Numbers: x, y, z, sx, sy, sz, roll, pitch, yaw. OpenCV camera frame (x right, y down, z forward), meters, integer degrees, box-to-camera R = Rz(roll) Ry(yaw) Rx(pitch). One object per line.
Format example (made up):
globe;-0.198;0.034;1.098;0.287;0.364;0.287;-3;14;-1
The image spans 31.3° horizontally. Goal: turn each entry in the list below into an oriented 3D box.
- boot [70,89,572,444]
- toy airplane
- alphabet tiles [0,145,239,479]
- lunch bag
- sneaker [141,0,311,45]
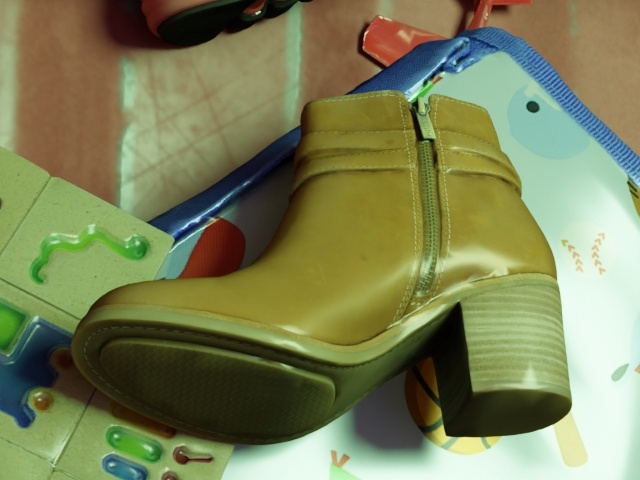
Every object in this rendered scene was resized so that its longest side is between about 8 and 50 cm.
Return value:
boot;0.000;0.000;0.456;0.197;0.073;0.152;8;52;-21
toy airplane;0.103;-0.132;0.768;0.151;0.028;0.151;4;81;-30
alphabet tiles;-0.204;0.048;0.374;0.342;0.011;0.285;28;50;-7
lunch bag;0.057;0.124;0.588;0.327;0.239;0.386;-36;105;-26
sneaker;0.016;-0.230;0.686;0.313;0.116;0.136;-26;94;-29
